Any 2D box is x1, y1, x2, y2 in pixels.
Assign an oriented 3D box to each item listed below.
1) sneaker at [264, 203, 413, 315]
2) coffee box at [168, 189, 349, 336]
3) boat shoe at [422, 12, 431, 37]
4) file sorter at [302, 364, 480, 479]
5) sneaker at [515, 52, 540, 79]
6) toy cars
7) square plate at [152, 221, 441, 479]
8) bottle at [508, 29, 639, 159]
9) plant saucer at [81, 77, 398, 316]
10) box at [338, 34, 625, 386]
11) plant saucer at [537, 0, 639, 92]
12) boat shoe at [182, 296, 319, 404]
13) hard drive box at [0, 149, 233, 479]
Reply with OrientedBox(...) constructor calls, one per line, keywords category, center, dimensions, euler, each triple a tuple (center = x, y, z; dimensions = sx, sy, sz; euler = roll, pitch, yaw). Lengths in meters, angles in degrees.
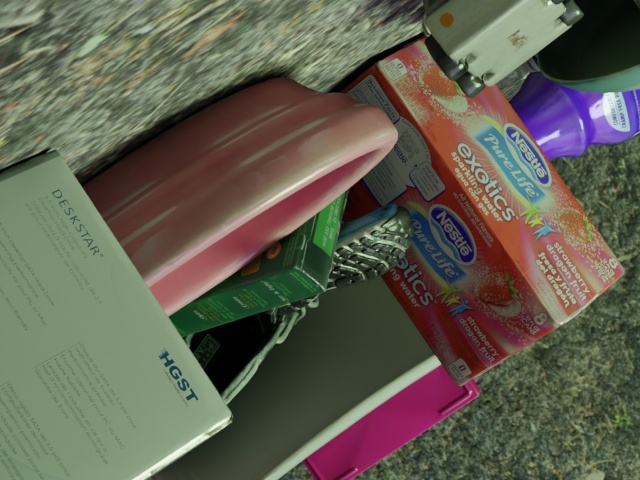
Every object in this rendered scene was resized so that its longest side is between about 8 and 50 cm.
OrientedBox(category="sneaker", center=(0.000, 0.000, 1.580), dimensions=(0.162, 0.073, 0.063), euler=(-23, 150, 28))
OrientedBox(category="coffee box", center=(-0.063, 0.009, 1.570), dimensions=(0.184, 0.040, 0.113), euler=(-20, -137, 38))
OrientedBox(category="boat shoe", center=(0.095, -0.166, 1.497), dimensions=(0.035, 0.035, 0.100), euler=(-7, -174, 10))
OrientedBox(category="file sorter", center=(0.023, 0.083, 2.145), dimensions=(0.202, 0.290, 0.182), euler=(-35, 179, 16))
OrientedBox(category="sneaker", center=(0.302, -0.226, 2.077), dimensions=(0.235, 0.094, 0.153), euler=(-32, 178, -25))
OrientedBox(category="toy cars", center=(0.185, -0.203, 1.414), dimensions=(0.394, 0.087, 0.176), euler=(-27, 168, -39))
OrientedBox(category="square plate", center=(-0.049, 0.089, 1.777), dimensions=(0.347, 0.049, 0.344), euler=(-34, -141, -19))
OrientedBox(category="bottle", center=(0.285, -0.157, 1.932), dimensions=(0.283, 0.118, 0.092), euler=(-31, -149, -18))
OrientedBox(category="plant saucer", center=(-0.103, -0.010, 1.352), dimensions=(0.332, 0.084, 0.332), euler=(-35, 177, -2))
OrientedBox(category="box", center=(0.111, -0.030, 1.608), dimensions=(0.128, 0.257, 0.123), euler=(-37, 176, 43))
OrientedBox(category="plant saucer", center=(0.341, -0.231, 1.785), dimensions=(0.318, 0.043, 0.317), euler=(-34, -161, 14))
OrientedBox(category="boat shoe", center=(-0.060, 0.037, 1.682), dimensions=(0.306, 0.113, 0.105), euler=(-52, -169, -35))
OrientedBox(category="hard drive box", center=(-0.183, 0.078, 1.005), dimensions=(0.089, 0.181, 0.232), euler=(-37, 175, 40))
